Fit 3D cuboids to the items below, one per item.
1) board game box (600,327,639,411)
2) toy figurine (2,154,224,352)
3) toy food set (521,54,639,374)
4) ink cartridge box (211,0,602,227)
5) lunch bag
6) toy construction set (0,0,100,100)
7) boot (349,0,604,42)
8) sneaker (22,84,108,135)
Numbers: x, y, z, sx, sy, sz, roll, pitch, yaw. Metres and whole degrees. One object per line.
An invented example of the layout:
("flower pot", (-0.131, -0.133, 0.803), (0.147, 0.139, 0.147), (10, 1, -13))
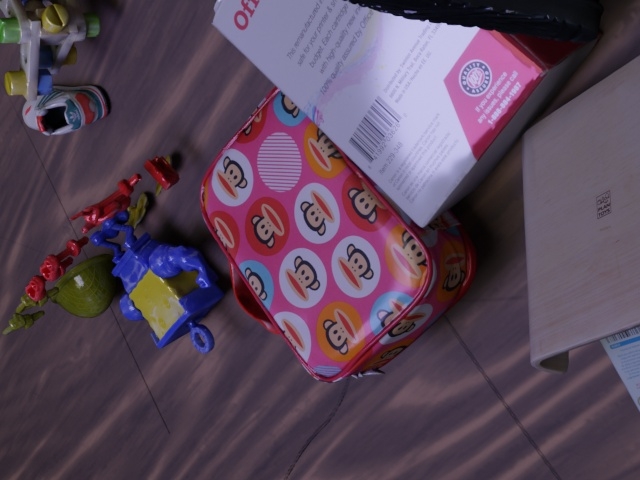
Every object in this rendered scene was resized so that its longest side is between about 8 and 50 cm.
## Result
("board game box", (0.417, 0.151, 1.039), (0.224, 0.097, 0.303), (-25, 94, 46))
("toy figurine", (-0.236, 0.083, 1.500), (0.217, 0.191, 0.362), (47, 136, 3))
("toy food set", (0.272, -0.024, 0.967), (0.306, 0.092, 0.220), (145, 131, -60))
("ink cartridge box", (0.073, -0.202, 1.107), (0.306, 0.131, 0.226), (47, 134, 11))
("lunch bag", (0.000, 0.000, 1.242), (0.258, 0.120, 0.293), (-47, 67, 33))
("toy construction set", (-0.303, -0.338, 1.335), (0.328, 0.151, 0.215), (-46, 57, 37))
("boot", (0.126, -0.281, 0.942), (0.246, 0.094, 0.207), (10, 87, 1))
("sneaker", (-0.354, -0.167, 1.528), (0.161, 0.075, 0.057), (0, 113, 40))
